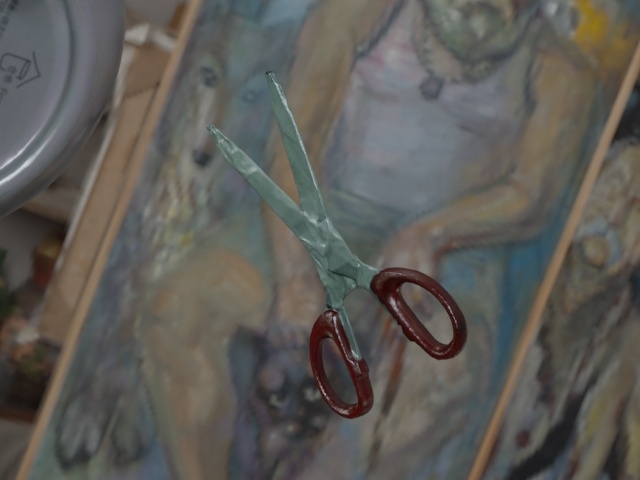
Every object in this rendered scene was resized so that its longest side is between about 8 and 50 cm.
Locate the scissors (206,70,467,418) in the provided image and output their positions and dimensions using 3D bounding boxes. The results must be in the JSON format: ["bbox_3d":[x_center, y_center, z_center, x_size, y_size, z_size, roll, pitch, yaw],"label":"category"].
[{"bbox_3d":[0.000,0.000,1.052,0.017,0.144,0.247,-20,75,-51],"label":"scissors"}]

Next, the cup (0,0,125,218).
[{"bbox_3d":[-0.230,-0.136,0.699,0.212,0.212,0.317,20,13,-34],"label":"cup"}]
